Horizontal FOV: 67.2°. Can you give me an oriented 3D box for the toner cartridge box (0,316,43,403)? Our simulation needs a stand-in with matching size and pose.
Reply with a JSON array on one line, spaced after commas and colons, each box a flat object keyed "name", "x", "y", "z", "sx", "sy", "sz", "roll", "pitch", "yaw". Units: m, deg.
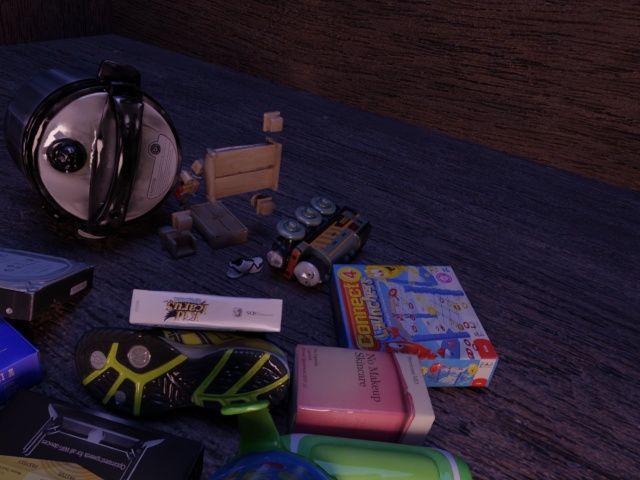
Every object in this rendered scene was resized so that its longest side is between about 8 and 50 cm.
[{"name": "toner cartridge box", "x": -0.649, "y": 0.245, "z": 0.746, "sx": 0.165, "sy": 0.075, "sz": 0.348, "roll": 27, "pitch": 35, "yaw": 26}]

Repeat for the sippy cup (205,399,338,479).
[{"name": "sippy cup", "x": -0.070, "y": 0.355, "z": 0.531, "sx": 0.240, "sy": 0.224, "sz": 0.305, "roll": -40, "pitch": 71, "yaw": -15}]

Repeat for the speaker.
[{"name": "speaker", "x": 0.070, "y": 0.370, "z": 0.728, "sx": 0.296, "sy": 0.131, "sz": 0.131, "roll": 8, "pitch": 32, "yaw": -5}]

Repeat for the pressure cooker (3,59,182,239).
[{"name": "pressure cooker", "x": -0.561, "y": -0.226, "z": 1.212, "sx": 0.375, "sy": 0.370, "sz": 0.420, "roll": -40, "pitch": 41, "yaw": -19}]

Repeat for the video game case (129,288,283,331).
[{"name": "video game case", "x": -0.208, "y": 0.140, "z": 0.912, "sx": 0.244, "sy": 0.061, "sz": 0.269, "roll": 4, "pitch": -11, "yaw": -10}]

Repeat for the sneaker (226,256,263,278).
[{"name": "sneaker", "x": -0.186, "y": 0.061, "z": 1.214, "sx": 0.040, "sy": 0.044, "sz": 0.109, "roll": 31, "pitch": 35, "yaw": 32}]

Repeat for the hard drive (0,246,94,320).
[{"name": "hard drive", "x": -0.671, "y": 0.066, "z": 0.957, "sx": 0.339, "sy": 0.064, "sz": 0.237, "roll": 10, "pitch": 9, "yaw": 0}]

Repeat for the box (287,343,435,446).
[{"name": "box", "x": 0.062, "y": 0.286, "z": 0.856, "sx": 0.232, "sy": 0.127, "sz": 0.148, "roll": 6, "pitch": 32, "yaw": -8}]

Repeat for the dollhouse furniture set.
[{"name": "dollhouse furniture set", "x": -0.281, "y": -0.172, "z": 1.256, "sx": 0.303, "sy": 0.355, "sz": 0.174, "roll": -16, "pitch": 40, "yaw": -35}]

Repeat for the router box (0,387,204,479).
[{"name": "router box", "x": -0.350, "y": 0.357, "z": 0.657, "sx": 0.309, "sy": 0.081, "sz": 0.243, "roll": 15, "pitch": 32, "yaw": 6}]

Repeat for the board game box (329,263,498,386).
[{"name": "board game box", "x": 0.187, "y": 0.179, "z": 1.077, "sx": 0.302, "sy": 0.086, "sz": 0.308, "roll": 1, "pitch": 34, "yaw": -9}]

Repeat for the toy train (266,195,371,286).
[{"name": "toy train", "x": 0.000, "y": 0.000, "z": 1.291, "sx": 0.190, "sy": 0.142, "sz": 0.334, "roll": 32, "pitch": 36, "yaw": 13}]

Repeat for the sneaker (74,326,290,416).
[{"name": "sneaker", "x": -0.246, "y": 0.231, "z": 0.875, "sx": 0.385, "sy": 0.145, "sz": 0.147, "roll": 10, "pitch": 2, "yaw": 1}]

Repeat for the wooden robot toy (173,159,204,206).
[{"name": "wooden robot toy", "x": -0.370, "y": -0.168, "z": 1.301, "sx": 0.076, "sy": 0.173, "sz": 0.079, "roll": -30, "pitch": 77, "yaw": -43}]
